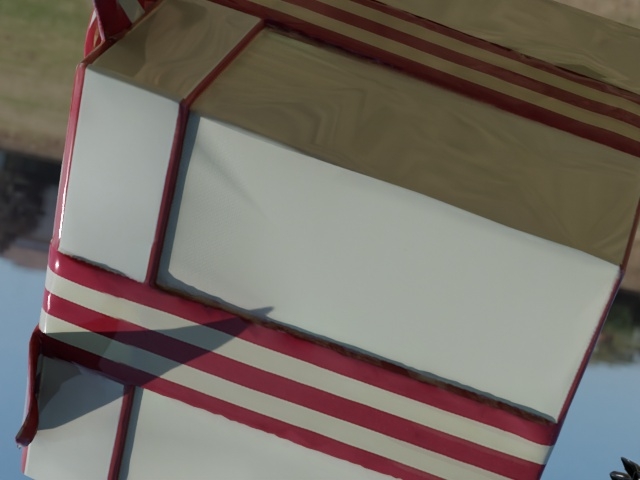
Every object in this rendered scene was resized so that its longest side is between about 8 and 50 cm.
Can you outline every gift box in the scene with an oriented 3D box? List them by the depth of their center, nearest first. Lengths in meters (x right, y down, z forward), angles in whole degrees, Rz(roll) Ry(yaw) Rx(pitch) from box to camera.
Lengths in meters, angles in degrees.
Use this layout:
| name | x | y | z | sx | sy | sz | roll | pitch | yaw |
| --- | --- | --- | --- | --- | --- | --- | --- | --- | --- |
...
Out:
| name | x | y | z | sx | sy | sz | roll | pitch | yaw |
| --- | --- | --- | --- | --- | --- | --- | --- | --- | --- |
| gift box | 0.000 | 0.000 | 0.663 | 0.258 | 0.255 | 0.276 | 21 | -150 | 10 |

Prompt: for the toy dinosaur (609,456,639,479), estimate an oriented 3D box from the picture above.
| name | x | y | z | sx | sy | sz | roll | pitch | yaw |
| --- | --- | --- | --- | --- | --- | --- | --- | --- | --- |
| toy dinosaur | 0.451 | 0.344 | 1.691 | 0.218 | 0.164 | 0.322 | 10 | 154 | -19 |
